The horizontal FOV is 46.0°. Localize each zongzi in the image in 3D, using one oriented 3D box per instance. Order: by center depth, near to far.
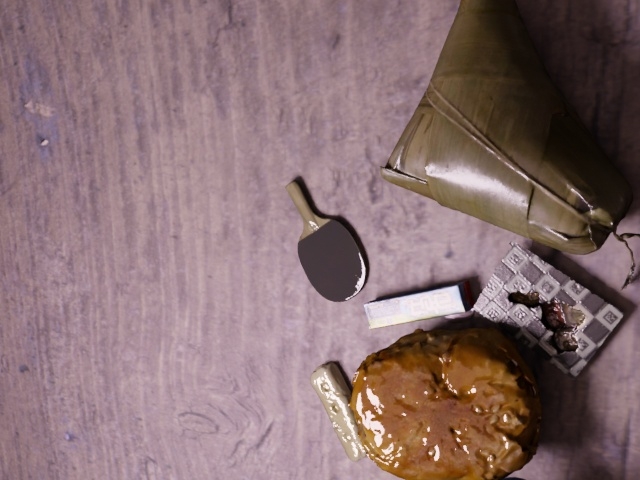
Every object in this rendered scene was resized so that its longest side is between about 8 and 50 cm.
[{"bbox_3d":[0.340,-0.167,1.061,0.447,0.181,0.417,27,113,25],"label":"zongzi"}]

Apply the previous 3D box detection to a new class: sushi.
[{"bbox_3d":[0.354,0.105,1.189,0.201,0.031,0.139,37,117,19],"label":"sushi"}]

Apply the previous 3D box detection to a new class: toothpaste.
[{"bbox_3d":[0.171,0.123,1.309,0.194,0.044,0.070,-15,90,36],"label":"toothpaste"}]

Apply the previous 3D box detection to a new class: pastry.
[{"bbox_3d":[0.209,0.268,1.241,0.311,0.162,0.254,-1,84,23],"label":"pastry"}]

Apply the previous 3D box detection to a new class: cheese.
[{"bbox_3d":[0.042,0.327,1.442,0.065,0.043,0.193,-32,79,30],"label":"cheese"}]

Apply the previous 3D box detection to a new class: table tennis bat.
[{"bbox_3d":[0.000,0.000,1.417,0.138,0.022,0.246,-33,81,35],"label":"table tennis bat"}]

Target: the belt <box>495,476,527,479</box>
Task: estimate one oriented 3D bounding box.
[{"bbox_3d":[0.270,0.434,1.122,0.082,0.190,0.141,-48,58,43],"label":"belt"}]
